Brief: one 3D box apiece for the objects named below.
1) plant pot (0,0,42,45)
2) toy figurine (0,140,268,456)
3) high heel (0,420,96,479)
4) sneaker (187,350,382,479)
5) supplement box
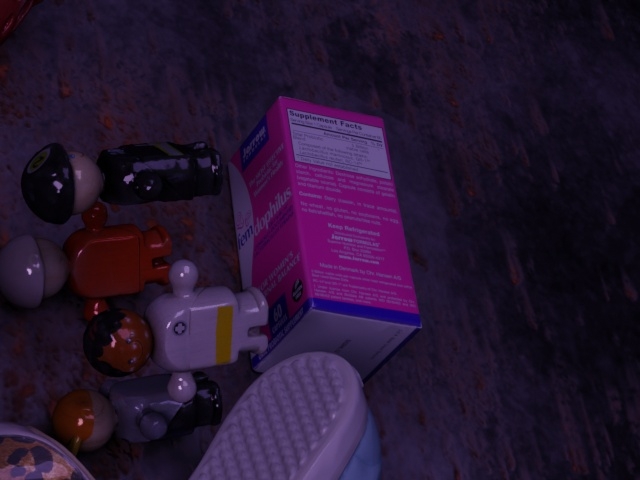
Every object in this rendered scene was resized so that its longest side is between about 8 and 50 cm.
[{"bbox_3d":[-0.309,-0.241,1.397,0.191,0.191,0.174,43,38,0],"label":"plant pot"},{"bbox_3d":[-0.150,0.043,1.279,0.148,0.213,0.210,-7,65,-26],"label":"toy figurine"},{"bbox_3d":[-0.262,0.202,1.204,0.186,0.093,0.261,-48,109,-17],"label":"high heel"},{"bbox_3d":[-0.057,0.259,1.240,0.366,0.135,0.150,-50,133,-27],"label":"sneaker"},{"bbox_3d":[0.000,0.000,1.477,0.113,0.111,0.220,11,52,-27],"label":"supplement box"}]
